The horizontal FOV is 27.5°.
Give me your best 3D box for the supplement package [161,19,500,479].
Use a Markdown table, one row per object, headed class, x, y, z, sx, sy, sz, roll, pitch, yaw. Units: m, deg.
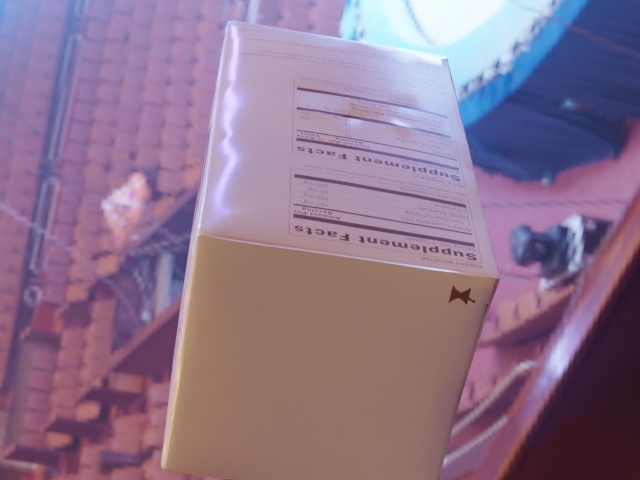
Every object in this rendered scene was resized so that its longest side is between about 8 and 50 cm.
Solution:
| class | x | y | z | sx | sy | sz | roll | pitch | yaw |
| --- | --- | --- | --- | --- | --- | --- | --- | --- | --- |
| supplement package | 0.000 | 0.000 | 0.682 | 0.244 | 0.133 | 0.139 | -91 | 11 | -60 |
